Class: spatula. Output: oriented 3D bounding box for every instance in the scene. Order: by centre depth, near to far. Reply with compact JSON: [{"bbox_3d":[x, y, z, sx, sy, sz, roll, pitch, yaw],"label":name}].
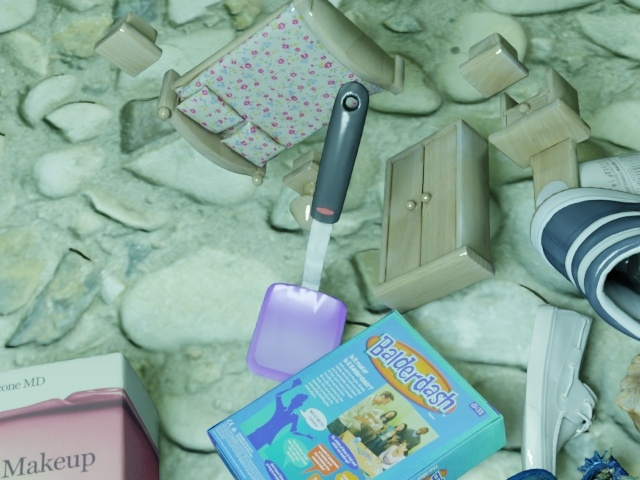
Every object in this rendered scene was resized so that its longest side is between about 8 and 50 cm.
[{"bbox_3d":[0.000,0.000,0.879,0.084,0.296,0.030,16,25,5],"label":"spatula"}]

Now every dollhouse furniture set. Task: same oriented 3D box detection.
[{"bbox_3d":[0.017,-0.102,0.871,0.303,0.355,0.174,-27,43,37],"label":"dollhouse furniture set"}]

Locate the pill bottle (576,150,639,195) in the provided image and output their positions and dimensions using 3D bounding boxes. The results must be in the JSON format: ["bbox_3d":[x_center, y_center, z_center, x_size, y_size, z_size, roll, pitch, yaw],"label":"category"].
[{"bbox_3d":[0.349,-0.027,0.919,0.229,0.131,0.131,-11,54,0],"label":"pill bottle"}]

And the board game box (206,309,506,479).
[{"bbox_3d":[0.030,0.172,0.853,0.210,0.047,0.160,-31,46,-14],"label":"board game box"}]

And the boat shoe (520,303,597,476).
[{"bbox_3d":[0.213,0.139,0.866,0.063,0.066,0.184,6,46,13],"label":"boat shoe"}]

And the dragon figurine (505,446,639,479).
[{"bbox_3d":[0.163,0.226,0.722,0.085,0.289,0.144,43,107,32],"label":"dragon figurine"}]

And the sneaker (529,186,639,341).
[{"bbox_3d":[0.324,0.018,0.780,0.282,0.099,0.153,0,20,-4],"label":"sneaker"}]

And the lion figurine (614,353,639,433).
[{"bbox_3d":[0.463,0.105,0.817,0.392,0.142,0.240,-18,20,-23],"label":"lion figurine"}]

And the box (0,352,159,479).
[{"bbox_3d":[-0.217,0.230,0.810,0.148,0.127,0.232,-9,54,1],"label":"box"}]
